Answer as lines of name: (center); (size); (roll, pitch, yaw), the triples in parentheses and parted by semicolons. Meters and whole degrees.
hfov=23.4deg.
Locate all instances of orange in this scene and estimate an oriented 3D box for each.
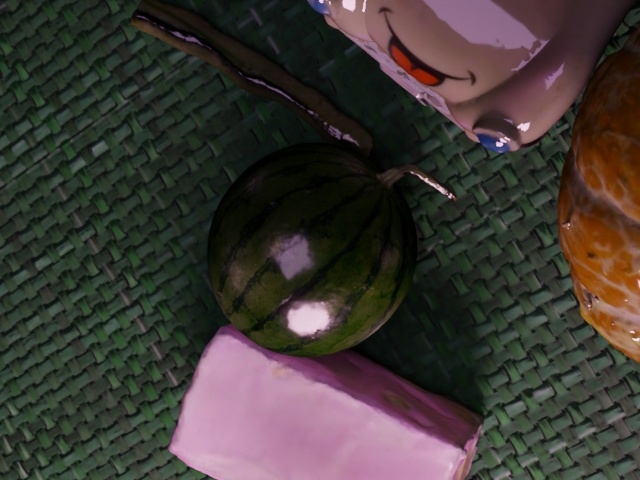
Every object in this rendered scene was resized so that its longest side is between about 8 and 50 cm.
orange: (0.328, -0.047, 1.170); (0.249, 0.329, 0.329); (40, 119, 54)

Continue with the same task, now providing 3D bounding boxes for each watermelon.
watermelon: (0.000, 0.000, 1.368); (0.188, 0.188, 0.214); (47, 112, 6)

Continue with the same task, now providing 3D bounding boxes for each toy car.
toy car: (0.168, -0.255, 1.199); (0.242, 0.226, 0.336); (39, 95, 1)

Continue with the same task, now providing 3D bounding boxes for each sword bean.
sword bean: (-0.062, -0.153, 1.444); (0.269, 0.038, 0.043); (33, 105, 11)

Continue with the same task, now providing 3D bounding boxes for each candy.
candy: (0.008, 0.185, 1.445); (0.265, 0.116, 0.155); (26, 106, 12)
